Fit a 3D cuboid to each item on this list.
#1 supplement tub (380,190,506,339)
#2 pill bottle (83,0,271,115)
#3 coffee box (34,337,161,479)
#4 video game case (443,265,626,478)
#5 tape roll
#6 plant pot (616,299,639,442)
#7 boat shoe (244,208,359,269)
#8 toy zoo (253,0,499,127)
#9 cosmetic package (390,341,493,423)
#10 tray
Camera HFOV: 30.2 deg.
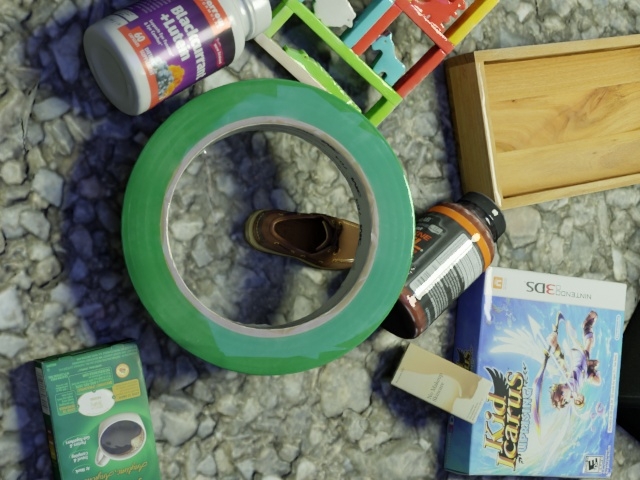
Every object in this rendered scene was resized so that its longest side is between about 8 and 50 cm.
[{"bbox_3d":[0.143,0.024,1.467,0.198,0.106,0.106,-42,109,-25],"label":"supplement tub"},{"bbox_3d":[-0.152,-0.225,1.302,0.193,0.108,0.108,-34,105,-26],"label":"pill bottle"},{"bbox_3d":[-0.239,0.207,1.282,0.113,0.040,0.184,-12,95,-29],"label":"coffee box"},{"bbox_3d":[0.288,0.177,1.572,0.244,0.061,0.270,7,86,-28],"label":"video game case"},{"bbox_3d":[-0.059,-0.014,1.309,0.321,0.077,0.321,0,90,-9],"label":"tape roll"},{"bbox_3d":[0.527,0.200,1.647,0.187,0.167,0.188,39,72,-23],"label":"plant pot"},{"bbox_3d":[0.000,0.000,1.411,0.178,0.060,0.064,10,84,-29],"label":"boat shoe"},{"bbox_3d":[0.086,-0.286,1.403,0.192,0.030,0.293,41,100,-23],"label":"toy zoo"},{"bbox_3d":[0.149,0.177,1.470,0.115,0.041,0.060,24,86,4],"label":"cosmetic package"},{"bbox_3d":[0.365,-0.169,1.616,0.411,0.076,0.203,-11,94,-30],"label":"tray"}]
